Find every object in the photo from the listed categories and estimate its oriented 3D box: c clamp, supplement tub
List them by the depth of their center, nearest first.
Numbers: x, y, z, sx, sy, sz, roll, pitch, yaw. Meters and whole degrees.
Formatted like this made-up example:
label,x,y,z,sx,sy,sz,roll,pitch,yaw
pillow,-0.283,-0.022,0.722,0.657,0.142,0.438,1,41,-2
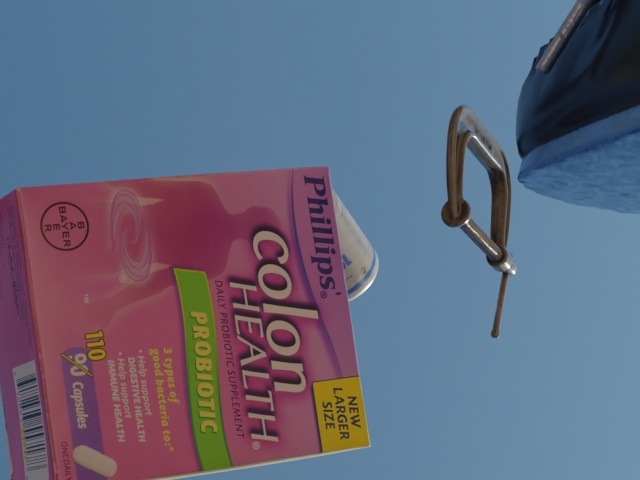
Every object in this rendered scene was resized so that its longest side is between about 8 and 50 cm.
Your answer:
label,x,y,z,sx,sy,sz,roll,pitch,yaw
c clamp,0.120,-0.020,1.249,0.022,0.160,0.137,0,-115,25
supplement tub,0.000,0.000,1.488,0.071,0.107,0.071,-18,-135,19

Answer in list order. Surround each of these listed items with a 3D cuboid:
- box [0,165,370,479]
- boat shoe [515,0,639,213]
label,x,y,z,sx,sy,sz,roll,pitch,yaw
box,-0.108,0.067,1.238,0.243,0.117,0.213,-5,-98,-26
boat shoe,0.138,-0.071,0.341,0.109,0.258,0.089,9,-110,-36
